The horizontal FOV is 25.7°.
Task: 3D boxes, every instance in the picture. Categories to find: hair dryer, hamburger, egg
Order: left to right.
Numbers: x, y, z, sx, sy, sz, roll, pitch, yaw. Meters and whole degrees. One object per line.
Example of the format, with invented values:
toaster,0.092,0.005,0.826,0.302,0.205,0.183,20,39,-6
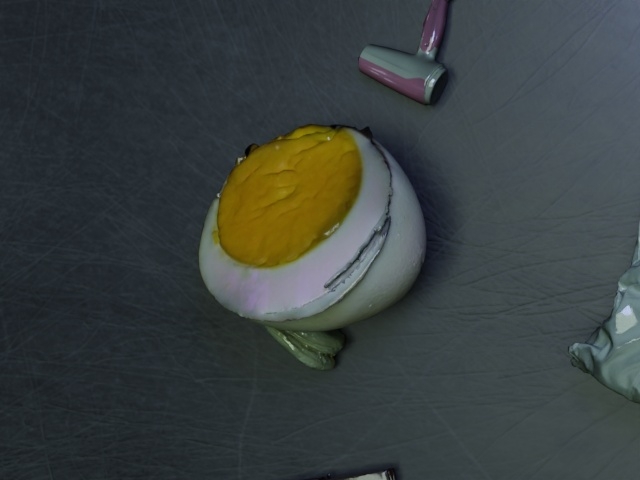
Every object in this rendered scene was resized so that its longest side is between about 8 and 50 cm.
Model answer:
hamburger,-0.030,0.111,1.737,0.121,0.084,0.054,43,106,15
egg,-0.001,0.004,1.681,0.286,0.174,0.264,6,65,36
hair dryer,0.124,-0.250,1.700,0.106,0.054,0.154,29,91,21

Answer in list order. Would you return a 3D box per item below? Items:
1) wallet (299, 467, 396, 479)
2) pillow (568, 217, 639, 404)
wallet,-0.006,0.358,1.757,0.230,0.042,0.124,-11,91,20
pillow,0.460,0.084,1.541,0.310,0.138,0.283,29,92,15
